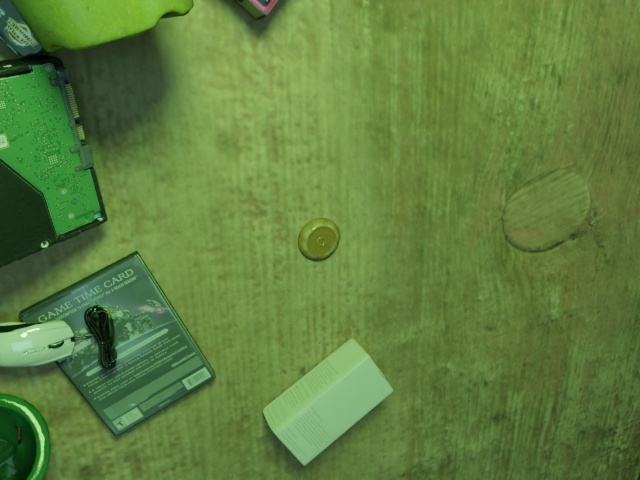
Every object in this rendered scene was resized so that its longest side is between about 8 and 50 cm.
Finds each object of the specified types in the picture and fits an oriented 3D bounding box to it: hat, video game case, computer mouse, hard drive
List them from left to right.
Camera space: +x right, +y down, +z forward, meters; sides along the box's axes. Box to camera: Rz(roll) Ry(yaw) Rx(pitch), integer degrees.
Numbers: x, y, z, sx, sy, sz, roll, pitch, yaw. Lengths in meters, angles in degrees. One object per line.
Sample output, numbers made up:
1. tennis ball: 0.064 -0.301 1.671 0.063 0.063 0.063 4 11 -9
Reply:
1. hard drive: -0.437 -0.066 0.581 0.339 0.064 0.236 -34 135 -41
2. hat: -0.528 0.370 0.816 0.173 0.183 0.208 -8 68 -27
3. computer mouse: -0.413 0.158 0.755 0.193 0.042 0.106 -5 109 -21
4. video game case: -0.324 0.178 0.835 0.196 0.026 0.274 -29 115 -11

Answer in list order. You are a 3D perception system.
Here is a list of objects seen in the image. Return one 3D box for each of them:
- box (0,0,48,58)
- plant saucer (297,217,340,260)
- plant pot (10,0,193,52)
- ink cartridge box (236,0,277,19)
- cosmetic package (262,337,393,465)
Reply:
1. box: -0.388 -0.361 0.617 0.175 0.051 0.220 -46 118 -3
2. plant saucer: 0.000 0.000 0.915 0.083 0.015 0.083 -7 109 -20
3. plant pot: -0.260 -0.348 0.519 0.276 0.276 0.254 -24 125 -14
4. ink cartridge box: -0.168 -0.494 0.661 0.371 0.069 0.175 35 91 -25
5. cosmetic package: 0.015 0.315 0.988 0.231 0.085 0.117 -37 117 -10
